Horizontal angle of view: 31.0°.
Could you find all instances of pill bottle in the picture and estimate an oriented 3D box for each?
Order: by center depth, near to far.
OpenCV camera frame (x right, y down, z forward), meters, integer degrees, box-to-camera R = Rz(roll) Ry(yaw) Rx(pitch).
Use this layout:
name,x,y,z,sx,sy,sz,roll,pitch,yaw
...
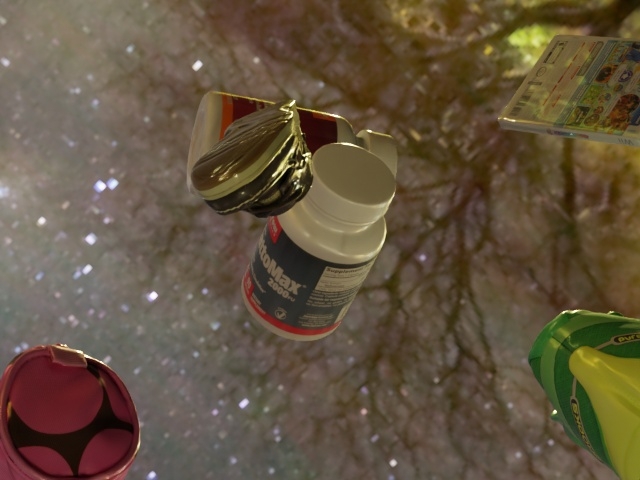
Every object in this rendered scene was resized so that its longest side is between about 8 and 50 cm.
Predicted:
name,x,y,z,sx,sy,sz,roll,pitch,yaw
pill bottle,0.000,0.000,1.088,0.108,0.180,0.108,14,-138,-13
pill bottle,-0.033,-0.091,1.311,0.221,0.121,0.121,9,-151,-15

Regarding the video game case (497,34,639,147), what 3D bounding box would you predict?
name,x,y,z,sx,sy,sz,roll,pitch,yaw
video game case,0.192,-0.107,0.805,0.122,0.087,0.011,15,154,49

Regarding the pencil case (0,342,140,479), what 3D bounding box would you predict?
name,x,y,z,sx,sy,sz,roll,pitch,yaw
pencil case,-0.176,0.135,0.684,0.095,0.209,0.098,18,-126,-22

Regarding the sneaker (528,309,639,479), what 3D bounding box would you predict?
name,x,y,z,sx,sy,sz,roll,pitch,yaw
sneaker,0.210,0.094,0.677,0.123,0.109,0.295,40,-176,34

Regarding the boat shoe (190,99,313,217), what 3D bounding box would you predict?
name,x,y,z,sx,sy,sz,roll,pitch,yaw
boat shoe,-0.027,-0.037,0.596,0.049,0.056,0.152,63,-165,-13
